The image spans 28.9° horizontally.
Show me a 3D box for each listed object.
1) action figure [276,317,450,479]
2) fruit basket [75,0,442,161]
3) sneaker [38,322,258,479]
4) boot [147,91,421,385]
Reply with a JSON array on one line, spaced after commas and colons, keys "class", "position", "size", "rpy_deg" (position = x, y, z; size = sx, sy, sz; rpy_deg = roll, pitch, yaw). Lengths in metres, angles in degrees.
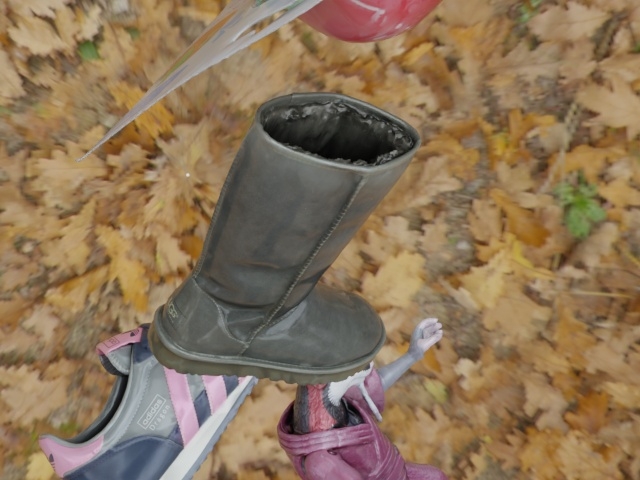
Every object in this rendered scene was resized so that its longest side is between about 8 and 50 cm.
[{"class": "action figure", "position": [0.039, 0.253, 1.326], "size": [0.275, 0.248, 0.370], "rpy_deg": [-22, 115, 18]}, {"class": "fruit basket", "position": [0.044, -0.203, 0.625], "size": [0.165, 0.327, 0.353], "rpy_deg": [53, 49, -12]}, {"class": "sneaker", "position": [-0.123, 0.099, 1.121], "size": [0.131, 0.112, 0.319], "rpy_deg": [38, 71, -12]}, {"class": "boot", "position": [0.002, 0.002, 0.761], "size": [0.189, 0.076, 0.208], "rpy_deg": [-2, 136, -37]}]
